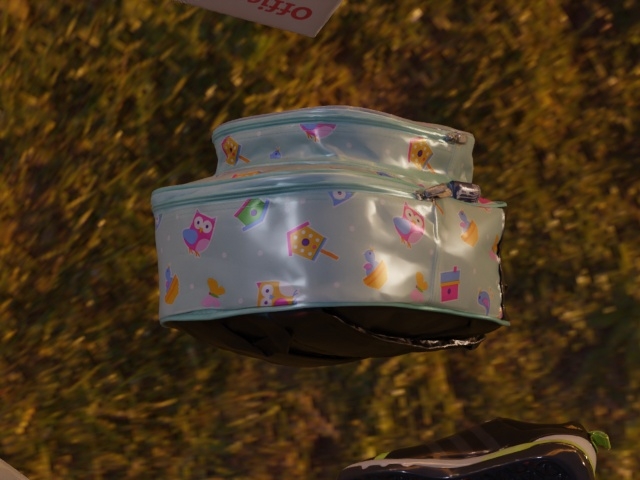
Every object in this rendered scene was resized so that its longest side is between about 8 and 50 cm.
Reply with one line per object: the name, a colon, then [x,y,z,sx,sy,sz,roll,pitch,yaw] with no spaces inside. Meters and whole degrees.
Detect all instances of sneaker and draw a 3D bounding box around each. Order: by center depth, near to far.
sneaker: [0.130,0.200,1.494,0.234,0.097,0.084,-8,111,22]

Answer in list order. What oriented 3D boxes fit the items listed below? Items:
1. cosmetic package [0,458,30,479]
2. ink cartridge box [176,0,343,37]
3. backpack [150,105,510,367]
cosmetic package: [-0.227,0.106,0.745,0.238,0.127,0.107,47,51,-38]
ink cartridge box: [-0.022,-0.237,1.092,0.154,0.212,0.093,12,51,-30]
backpack: [0.000,0.000,0.976,0.188,0.166,0.144,-3,89,-53]
